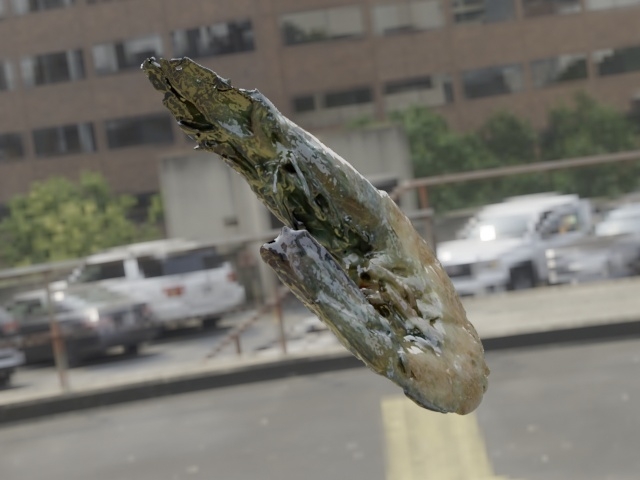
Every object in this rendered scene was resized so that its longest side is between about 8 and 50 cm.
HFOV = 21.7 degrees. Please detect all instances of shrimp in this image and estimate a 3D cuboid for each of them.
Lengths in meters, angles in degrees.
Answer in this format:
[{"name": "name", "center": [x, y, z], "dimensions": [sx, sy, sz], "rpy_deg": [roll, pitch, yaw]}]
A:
[{"name": "shrimp", "center": [0.000, 0.000, 1.484], "dimensions": [0.085, 0.445, 0.272], "rpy_deg": [-37, 23, 20]}]
